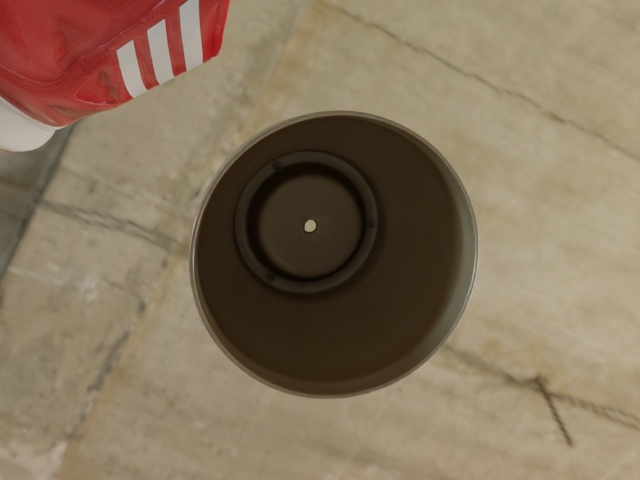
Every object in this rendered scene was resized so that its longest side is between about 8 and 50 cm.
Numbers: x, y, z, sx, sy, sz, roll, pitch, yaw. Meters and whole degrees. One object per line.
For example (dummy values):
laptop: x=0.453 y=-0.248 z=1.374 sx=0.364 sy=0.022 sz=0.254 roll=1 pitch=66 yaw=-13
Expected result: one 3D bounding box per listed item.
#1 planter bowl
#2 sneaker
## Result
planter bowl: x=0.000 y=0.000 z=0.696 sx=0.162 sy=0.162 sz=0.109 roll=25 pitch=-174 yaw=-14
sneaker: x=-0.103 y=-0.114 z=0.349 sx=0.221 sy=0.128 sz=0.087 roll=39 pitch=-143 yaw=-57
